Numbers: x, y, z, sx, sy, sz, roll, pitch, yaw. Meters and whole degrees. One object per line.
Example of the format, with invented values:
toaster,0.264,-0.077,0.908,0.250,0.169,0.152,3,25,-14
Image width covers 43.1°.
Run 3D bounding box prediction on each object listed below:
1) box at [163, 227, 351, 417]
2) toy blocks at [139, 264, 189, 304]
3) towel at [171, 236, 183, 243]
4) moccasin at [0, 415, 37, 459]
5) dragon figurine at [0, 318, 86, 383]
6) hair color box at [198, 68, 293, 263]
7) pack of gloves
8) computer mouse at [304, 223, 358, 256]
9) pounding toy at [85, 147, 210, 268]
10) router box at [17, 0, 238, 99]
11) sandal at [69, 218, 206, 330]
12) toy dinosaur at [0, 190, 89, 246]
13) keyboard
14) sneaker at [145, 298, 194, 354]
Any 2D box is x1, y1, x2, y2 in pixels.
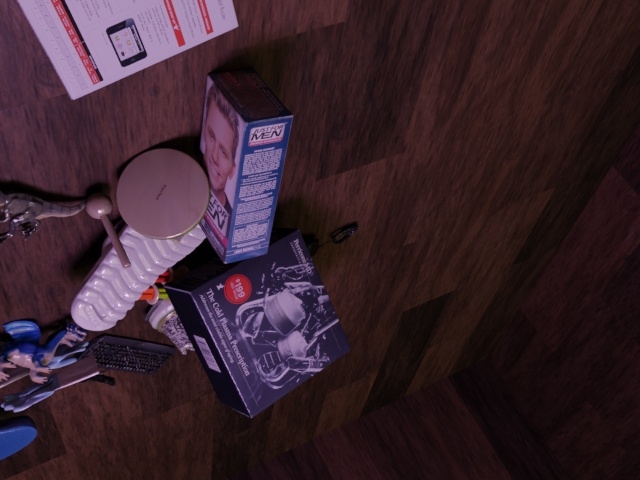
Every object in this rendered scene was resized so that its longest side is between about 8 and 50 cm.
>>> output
box,-0.147,0.186,1.950,0.313,0.343,0.179,-32,-162,-26
toy blocks,-0.404,0.105,1.942,0.148,0.054,0.123,5,135,-49
towel,-0.312,-0.034,1.707,0.060,0.009,0.083,-53,133,-2
moccasin,-0.899,0.502,2.039,0.342,0.116,0.137,-15,137,-20
dragon figurine,-0.685,0.240,1.844,0.289,0.144,0.085,8,138,-24
hair color box,-0.162,-0.142,1.594,0.105,0.174,0.347,-13,137,-29
pack of gloves,-0.642,0.322,1.911,0.232,0.195,0.046,-24,124,-14
computer mouse,0.000,0.000,2.207,0.242,0.041,0.071,-23,151,-30
pounding toy,-0.328,-0.069,1.625,0.237,0.183,0.110,-34,172,-4
router box,-0.297,-0.396,1.193,0.301,0.082,0.335,-27,152,-10
sandal,-0.392,0.009,1.746,0.416,0.102,0.169,-46,134,-7
toy dinosaur,-0.557,-0.049,1.531,0.118,0.064,0.268,-51,151,21
keyboard,-0.553,0.338,2.204,0.201,0.033,0.317,-39,151,15
sneaker,-0.278,0.251,2.170,0.158,0.182,0.410,-45,150,25
